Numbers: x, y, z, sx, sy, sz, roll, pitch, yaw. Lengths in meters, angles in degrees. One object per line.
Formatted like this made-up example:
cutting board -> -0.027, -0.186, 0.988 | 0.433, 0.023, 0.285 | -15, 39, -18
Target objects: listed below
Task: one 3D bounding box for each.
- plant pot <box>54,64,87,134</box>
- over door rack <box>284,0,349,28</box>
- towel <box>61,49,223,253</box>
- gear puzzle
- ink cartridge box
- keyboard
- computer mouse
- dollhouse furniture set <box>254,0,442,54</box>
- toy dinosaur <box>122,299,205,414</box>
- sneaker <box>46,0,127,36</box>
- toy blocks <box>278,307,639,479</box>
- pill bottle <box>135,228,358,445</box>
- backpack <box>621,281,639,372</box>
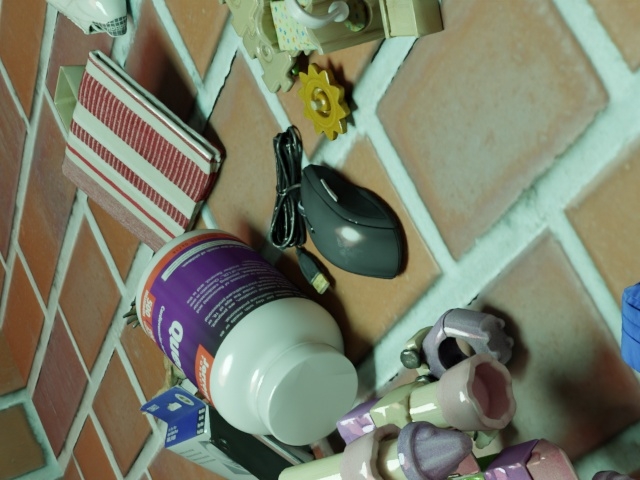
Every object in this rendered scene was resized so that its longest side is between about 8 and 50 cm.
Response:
plant pot -> -0.345, -0.211, 1.904 | 0.109, 0.096, 0.109 | 64, 154, 17
over door rack -> 0.023, -0.380, 1.043 | 0.239, 0.108, 0.324 | -46, 52, 52
towel -> -0.267, -0.115, 1.781 | 0.237, 0.037, 0.329 | 40, 148, 4
gear puzzle -> -0.046, -0.264, 1.351 | 0.339, 0.044, 0.175 | 61, 151, 13
ink cartridge box -> -0.147, 0.294, 1.768 | 0.224, 0.045, 0.223 | 30, 156, -11
keyboard -> -0.018, 0.331, 1.586 | 0.317, 0.033, 0.201 | 34, 149, 20
computer mouse -> 0.000, 0.000, 1.411 | 0.262, 0.060, 0.184 | 43, 142, 44
dollhouse furniture set -> 0.010, -0.264, 1.161 | 0.182, 0.101, 0.161 | 14, 120, 60
toy dinosaur -> -0.206, 0.147, 1.859 | 0.296, 0.127, 0.200 | -22, 81, 59
sneaker -> -0.361, -0.359, 1.856 | 0.235, 0.090, 0.095 | 25, 138, 58
toy blocks -> 0.181, 0.218, 1.063 | 0.260, 0.309, 0.288 | -24, 98, 38
pill bottle -> -0.092, 0.122, 1.536 | 0.323, 0.181, 0.181 | 37, 139, 50
backpack -> 0.275, 0.059, 0.874 | 0.120, 0.098, 0.101 | -145, 51, -69
